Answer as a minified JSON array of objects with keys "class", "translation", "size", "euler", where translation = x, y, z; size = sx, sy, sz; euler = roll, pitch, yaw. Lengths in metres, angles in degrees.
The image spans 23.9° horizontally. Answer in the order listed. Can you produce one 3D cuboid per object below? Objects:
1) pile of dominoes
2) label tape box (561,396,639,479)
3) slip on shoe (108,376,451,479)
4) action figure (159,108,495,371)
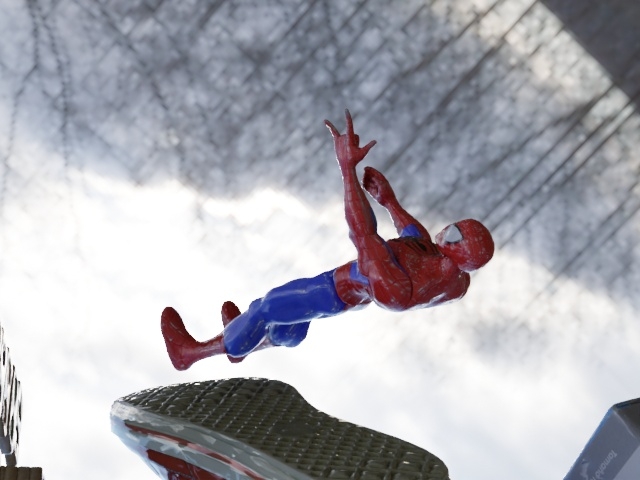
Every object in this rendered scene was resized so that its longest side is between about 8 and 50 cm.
[{"class":"pile of dominoes","translation":[-0.177,0.137,0.880],"size":[0.251,0.040,0.196],"euler":[100,168,-63]},{"class":"label tape box","translation":[0.248,0.293,0.872],"size":[0.115,0.249,0.347],"euler":[-4,-135,-35]},{"class":"slip on shoe","translation":[-0.037,0.150,0.920],"size":[0.123,0.101,0.331],"euler":[-7,-167,-32]},{"class":"action figure","translation":[0.000,0.000,1.013],"size":[0.091,0.280,0.139],"euler":[-7,-96,-45]}]
